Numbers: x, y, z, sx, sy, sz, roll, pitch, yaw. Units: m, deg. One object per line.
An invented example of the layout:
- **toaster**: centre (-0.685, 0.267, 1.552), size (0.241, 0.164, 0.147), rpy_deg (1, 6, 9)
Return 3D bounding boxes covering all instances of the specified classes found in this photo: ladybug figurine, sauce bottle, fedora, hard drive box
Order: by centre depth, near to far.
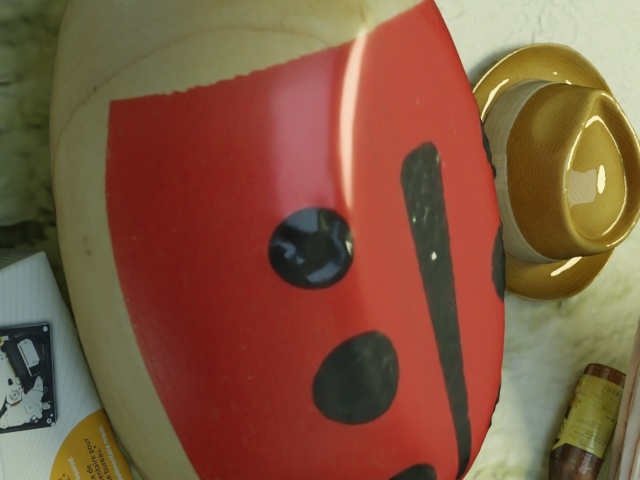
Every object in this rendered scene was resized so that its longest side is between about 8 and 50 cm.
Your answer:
- **hard drive box**: centre (-0.233, 0.130, 0.764), size (0.232, 0.089, 0.181), rpy_deg (-27, 106, -30)
- **ladybug figurine**: centre (0.000, 0.000, 0.829), size (0.305, 0.162, 0.449), rpy_deg (-38, 123, -45)
- **fedora**: centre (0.183, -0.050, 1.039), size (0.194, 0.079, 0.194), rpy_deg (-1, 92, -34)
- **sauce bottle**: centre (0.197, 0.157, 1.080), size (0.042, 0.042, 0.128), rpy_deg (35, 73, -30)

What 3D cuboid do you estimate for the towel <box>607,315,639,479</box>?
- **towel**: centre (0.386, 0.135, 1.048), size (0.332, 0.053, 0.317), rpy_deg (0, 121, -3)
